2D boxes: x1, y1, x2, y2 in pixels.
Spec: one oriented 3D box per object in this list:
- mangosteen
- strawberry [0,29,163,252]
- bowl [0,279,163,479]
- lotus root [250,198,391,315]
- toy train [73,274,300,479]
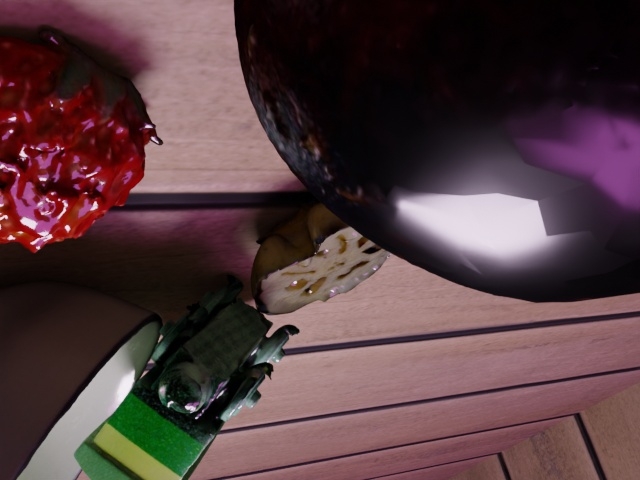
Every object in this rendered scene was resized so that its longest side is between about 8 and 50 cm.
[{"bbox_3d":[0.112,-0.127,0.411,0.330,0.330,0.330,-14,155,-6],"label":"mangosteen"},{"bbox_3d":[-0.231,-0.038,0.602,0.237,0.111,0.190,-26,156,22],"label":"strawberry"},{"bbox_3d":[-0.331,0.177,0.822,0.185,0.353,0.354,32,147,2],"label":"bowl"},{"bbox_3d":[0.000,0.002,0.874,0.183,0.077,0.203,-22,162,-16],"label":"lotus root"},{"bbox_3d":[-0.135,0.157,0.913,0.202,0.120,0.301,-52,180,11],"label":"toy train"}]
